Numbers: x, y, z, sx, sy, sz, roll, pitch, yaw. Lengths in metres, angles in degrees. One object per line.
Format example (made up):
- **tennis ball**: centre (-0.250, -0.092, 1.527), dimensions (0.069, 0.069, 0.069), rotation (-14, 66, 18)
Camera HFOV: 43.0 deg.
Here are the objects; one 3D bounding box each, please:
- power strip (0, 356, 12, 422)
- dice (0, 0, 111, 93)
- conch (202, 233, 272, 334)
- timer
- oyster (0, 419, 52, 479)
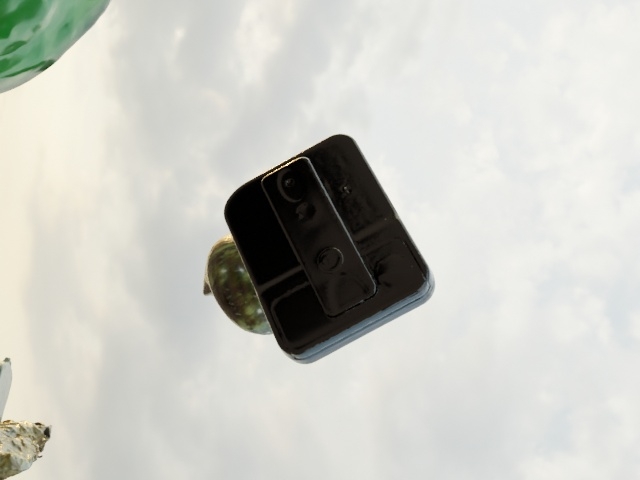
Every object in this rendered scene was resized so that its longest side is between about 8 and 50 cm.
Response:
- **power strip**: centre (-0.424, 0.254, 1.003), dimensions (0.080, 0.029, 0.226), rotation (115, -17, -65)
- **dice**: centre (-0.315, -0.295, 0.585), dimensions (0.300, 0.287, 0.297), rotation (-55, 169, -10)
- **conch**: centre (-0.089, 0.062, 1.174), dimensions (0.181, 0.187, 0.124), rotation (31, -89, 30)
- **timer**: centre (0.000, 0.000, 0.716), dimensions (0.187, 0.144, 0.055), rotation (63, 4, 32)
- **oyster**: centre (-0.439, 0.282, 1.114), dimensions (0.191, 0.163, 0.081), rotation (1, -73, 40)
